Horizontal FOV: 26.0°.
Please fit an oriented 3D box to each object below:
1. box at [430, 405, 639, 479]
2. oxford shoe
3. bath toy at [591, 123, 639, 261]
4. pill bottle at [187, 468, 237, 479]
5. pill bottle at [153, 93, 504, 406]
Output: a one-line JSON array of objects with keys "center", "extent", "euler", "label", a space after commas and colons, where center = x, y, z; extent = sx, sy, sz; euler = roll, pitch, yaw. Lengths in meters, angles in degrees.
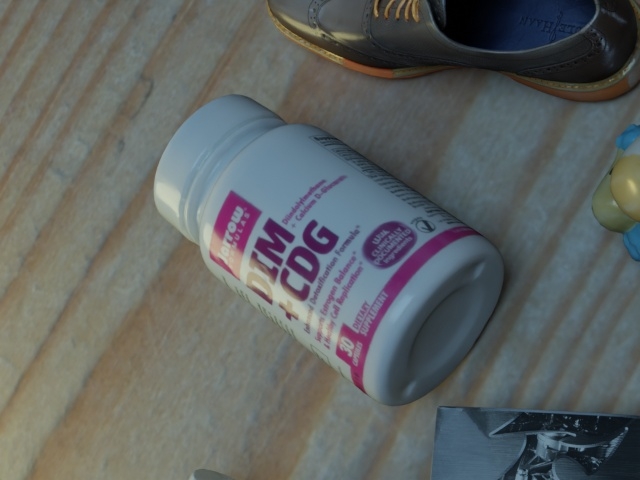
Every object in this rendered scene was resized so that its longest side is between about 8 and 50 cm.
[{"center": [0.170, 0.245, 1.050], "extent": [0.183, 0.056, 0.231], "euler": [2, 65, 13], "label": "box"}, {"center": [0.096, -0.209, 1.184], "extent": [0.363, 0.132, 0.130], "euler": [11, 86, 28], "label": "oxford shoe"}, {"center": [0.304, -0.051, 0.936], "extent": [0.151, 0.348, 0.129], "euler": [8, 83, -12], "label": "bath toy"}, {"center": [-0.133, 0.332, 1.190], "extent": [0.146, 0.146, 0.264], "euler": [32, 95, 28], "label": "pill bottle"}, {"center": [0.000, 0.000, 1.178], "extent": [0.283, 0.160, 0.160], "euler": [35, 97, 28], "label": "pill bottle"}]
